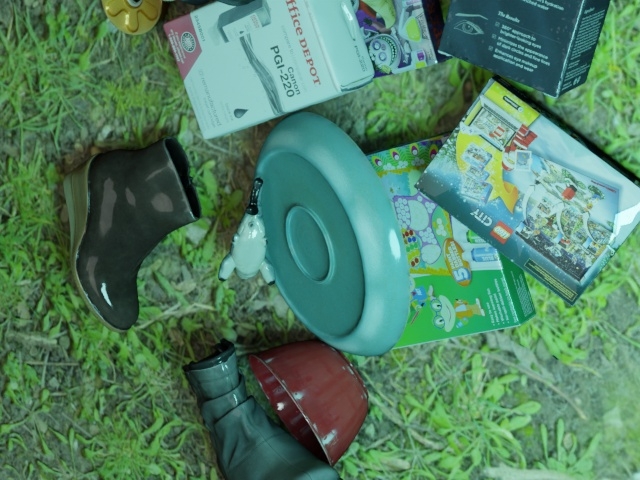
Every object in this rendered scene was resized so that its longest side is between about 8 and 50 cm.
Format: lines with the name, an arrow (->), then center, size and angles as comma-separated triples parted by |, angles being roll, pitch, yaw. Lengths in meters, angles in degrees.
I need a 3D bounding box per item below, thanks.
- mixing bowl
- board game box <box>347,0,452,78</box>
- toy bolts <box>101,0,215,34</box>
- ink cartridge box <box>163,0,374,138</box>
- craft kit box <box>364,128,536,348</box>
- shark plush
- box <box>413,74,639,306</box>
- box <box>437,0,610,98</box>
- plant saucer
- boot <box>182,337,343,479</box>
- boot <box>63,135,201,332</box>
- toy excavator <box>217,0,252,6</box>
mixing bowl -> -0.003, 0.195, 2.074 | 0.181, 0.098, 0.181 | 51, 165, 19
board game box -> 0.020, -0.362, 1.938 | 0.208, 0.056, 0.347 | -10, 100, 38
toy bolts -> -0.223, -0.339, 2.026 | 0.228, 0.158, 0.218 | 25, 117, 24
ink cartridge box -> -0.063, -0.229, 1.950 | 0.217, 0.092, 0.159 | -16, 96, 33
craft kit box -> 0.116, 0.002, 1.988 | 0.246, 0.061, 0.250 | -14, 97, 37
shark plush -> -0.098, -0.012, 2.046 | 0.073, 0.067, 0.161 | -4, 129, 0
box -> 0.246, -0.058, 1.852 | 0.233, 0.044, 0.159 | 38, 110, 6
box -> 0.234, -0.264, 1.804 | 0.156, 0.093, 0.158 | 25, 118, 23
plant saucer -> 0.000, 0.000, 1.980 | 0.317, 0.043, 0.318 | 38, 139, 43
boot -> -0.093, 0.242, 2.073 | 0.338, 0.118, 0.223 | -9, 104, 67
boot -> -0.247, -0.005, 2.187 | 0.206, 0.090, 0.248 | -13, 94, 36
toy excavator -> -0.129, -0.560, 1.818 | 0.433, 0.222, 0.445 | -42, 62, 25
